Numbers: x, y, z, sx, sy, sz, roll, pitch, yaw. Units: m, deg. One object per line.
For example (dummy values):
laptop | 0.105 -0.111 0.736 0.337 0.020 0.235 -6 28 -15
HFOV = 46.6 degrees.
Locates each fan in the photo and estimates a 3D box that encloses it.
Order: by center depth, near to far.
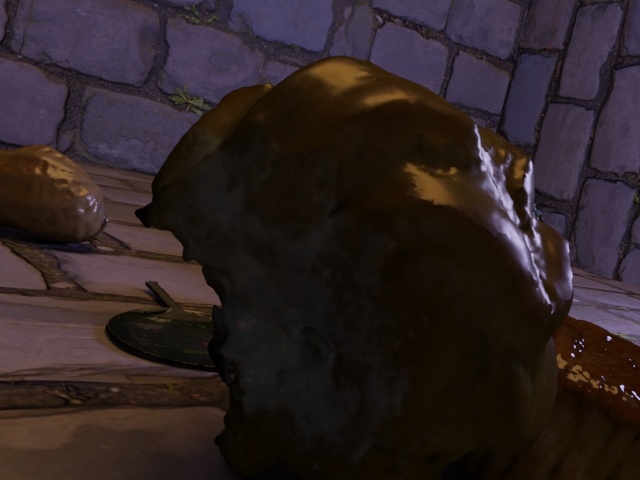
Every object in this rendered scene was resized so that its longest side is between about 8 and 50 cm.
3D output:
fan | -0.127 0.105 0.884 0.223 0.012 0.294 13 8 -4

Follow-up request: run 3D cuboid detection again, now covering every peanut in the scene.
peanut | -0.490 -0.085 1.177 0.313 0.149 0.149 11 7 4

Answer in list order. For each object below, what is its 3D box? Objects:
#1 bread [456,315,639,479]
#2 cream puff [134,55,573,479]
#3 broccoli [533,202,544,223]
bread | 0.226 0.152 0.650 0.227 0.142 0.253 30 9 21
cream puff | 0.053 0.020 0.546 0.274 0.323 0.270 1 22 33
broccoli | 0.237 0.051 1.209 0.297 0.297 0.297 18 -23 34
